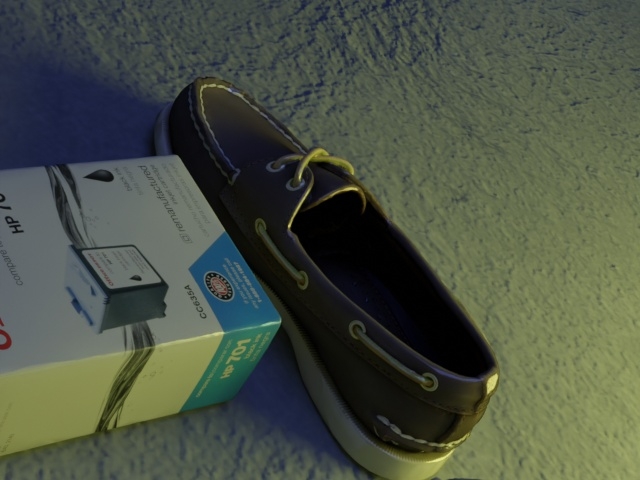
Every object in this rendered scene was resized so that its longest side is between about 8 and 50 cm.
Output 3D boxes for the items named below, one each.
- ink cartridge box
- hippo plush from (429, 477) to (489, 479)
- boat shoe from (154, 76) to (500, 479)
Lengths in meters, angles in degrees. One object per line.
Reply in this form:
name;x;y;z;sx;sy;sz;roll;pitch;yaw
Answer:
ink cartridge box;-0.140;0.032;0.711;0.191;0.082;0.139;-8;53;-43
hippo plush;0.061;0.239;0.542;0.234;0.294;0.236;33;14;-4
boat shoe;0.000;0.000;0.832;0.117;0.096;0.324;-9;54;-41
